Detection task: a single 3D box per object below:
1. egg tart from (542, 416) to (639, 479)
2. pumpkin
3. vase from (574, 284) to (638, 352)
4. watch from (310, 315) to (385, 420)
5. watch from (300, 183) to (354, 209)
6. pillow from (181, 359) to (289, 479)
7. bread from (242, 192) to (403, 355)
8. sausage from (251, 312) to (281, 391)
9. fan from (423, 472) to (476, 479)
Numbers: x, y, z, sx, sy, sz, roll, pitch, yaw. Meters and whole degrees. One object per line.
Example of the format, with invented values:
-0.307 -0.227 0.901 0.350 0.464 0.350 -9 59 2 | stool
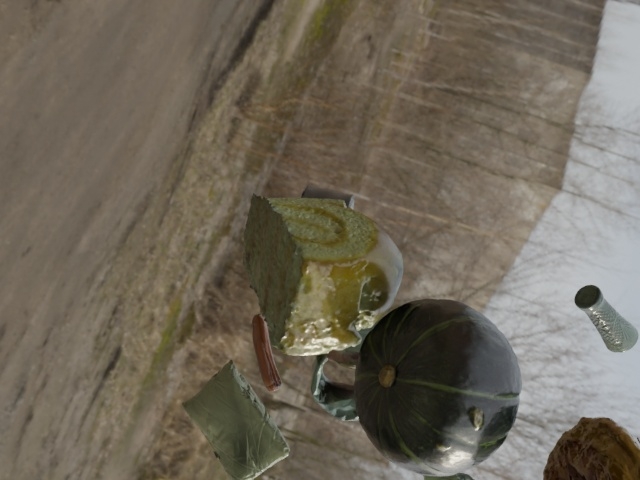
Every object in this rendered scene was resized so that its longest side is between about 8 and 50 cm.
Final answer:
0.542 0.541 1.359 0.443 0.178 0.442 -175 -90 -83 | egg tart
0.204 0.261 1.353 0.323 0.242 0.322 -20 -113 57 | pumpkin
0.772 0.209 2.035 0.096 0.219 0.096 -32 -147 24 | vase
0.102 0.310 1.727 0.161 0.254 0.241 -74 169 -61 | watch
0.000 0.000 2.339 0.335 0.314 0.326 -44 146 -78 | watch
-0.220 0.481 1.947 0.076 0.280 0.274 -22 162 -48 | pillow
0.003 0.044 1.572 0.395 0.264 0.239 -122 -144 -58 | bread
-0.123 0.251 1.676 0.040 0.047 0.176 -18 -94 50 | sausage
0.384 0.677 2.039 0.131 0.240 0.009 -41 141 -52 | fan
